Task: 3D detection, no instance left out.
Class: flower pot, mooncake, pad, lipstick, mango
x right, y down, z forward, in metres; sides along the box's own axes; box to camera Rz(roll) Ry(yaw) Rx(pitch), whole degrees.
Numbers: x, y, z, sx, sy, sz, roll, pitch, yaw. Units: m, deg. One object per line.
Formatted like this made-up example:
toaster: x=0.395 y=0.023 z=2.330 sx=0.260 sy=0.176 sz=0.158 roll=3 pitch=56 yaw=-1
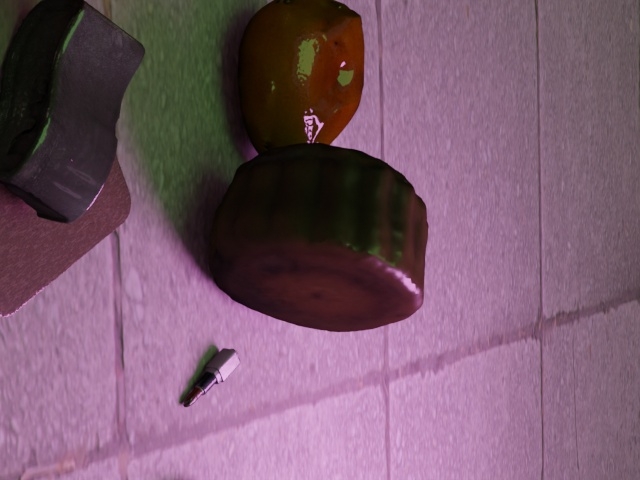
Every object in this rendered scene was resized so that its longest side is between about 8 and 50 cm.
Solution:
flower pot: x=-0.285 y=-0.143 z=1.392 sx=0.108 sy=0.103 sz=0.229 roll=38 pitch=59 yaw=-49
mooncake: x=0.000 y=0.000 z=1.691 sx=0.290 sy=0.290 sz=0.161 roll=46 pitch=46 yaw=-48
pad: x=-0.312 y=-0.046 z=1.449 sx=0.266 sy=0.002 sz=0.176 roll=-46 pitch=128 yaw=-47
lipstick: x=-0.148 y=0.185 z=1.694 sx=0.107 sy=0.025 sz=0.025 roll=-46 pitch=128 yaw=-39
mango: x=-0.042 y=-0.217 z=1.758 sx=0.166 sy=0.136 sz=0.236 roll=-15 pitch=108 yaw=-42
